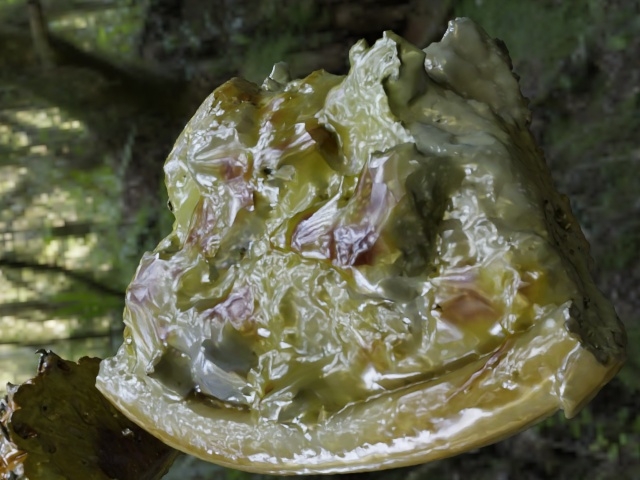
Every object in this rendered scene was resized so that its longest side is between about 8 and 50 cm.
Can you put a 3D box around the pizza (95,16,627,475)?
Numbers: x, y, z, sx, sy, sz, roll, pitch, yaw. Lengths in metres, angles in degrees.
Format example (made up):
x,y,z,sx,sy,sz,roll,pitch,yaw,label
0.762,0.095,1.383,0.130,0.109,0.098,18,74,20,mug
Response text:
x,y,z,sx,sy,sz,roll,pitch,yaw,label
0.000,0.000,0.671,0.089,0.323,0.223,18,-109,-44,pizza

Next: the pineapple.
x,y,z,sx,sy,sz,roll,pitch,yaw,label
-0.181,0.139,1.019,0.079,0.135,0.233,-61,-14,22,pineapple
